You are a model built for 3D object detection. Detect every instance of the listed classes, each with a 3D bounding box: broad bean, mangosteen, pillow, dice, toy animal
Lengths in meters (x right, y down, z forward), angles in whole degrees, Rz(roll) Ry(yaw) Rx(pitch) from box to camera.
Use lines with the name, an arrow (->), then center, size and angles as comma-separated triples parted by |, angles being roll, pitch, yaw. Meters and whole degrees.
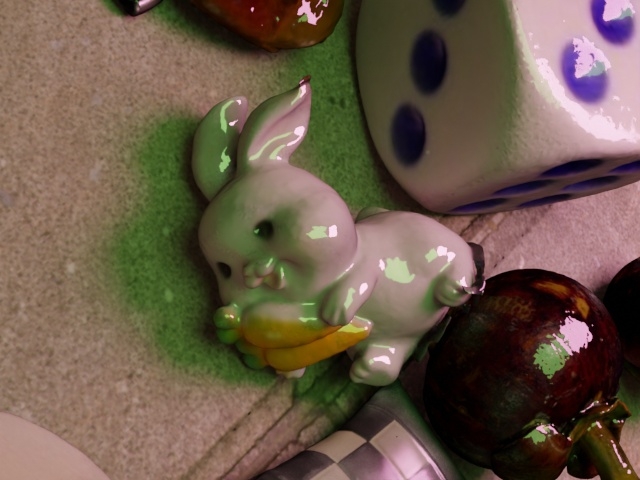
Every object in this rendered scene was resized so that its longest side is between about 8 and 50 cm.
broad bean -> -0.071, -0.294, 1.247 | 0.228, 0.122, 0.156 | 28, 59, -20
mangosteen -> 0.440, 0.109, 1.452 | 0.200, 0.200, 0.200 | 10, 71, -31
pillow -> 0.041, 0.267, 1.164 | 0.250, 0.106, 0.186 | -27, 80, -37
mangosteen -> 0.243, 0.168, 1.237 | 0.231, 0.231, 0.289 | -25, 60, -36
dice -> 0.239, -0.206, 1.337 | 0.304, 0.277, 0.304 | -4, 78, -37
toy animal -> 0.000, 0.004, 1.180 | 0.310, 0.183, 0.247 | 27, 58, -19

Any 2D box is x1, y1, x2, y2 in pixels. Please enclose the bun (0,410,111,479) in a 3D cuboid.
bun -> -0.271, 0.279, 0.927 | 0.263, 0.175, 0.263 | 40, 17, -14

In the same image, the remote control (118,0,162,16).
remote control -> -0.237, -0.331, 1.205 | 0.059, 0.028, 0.212 | -41, 100, -34
